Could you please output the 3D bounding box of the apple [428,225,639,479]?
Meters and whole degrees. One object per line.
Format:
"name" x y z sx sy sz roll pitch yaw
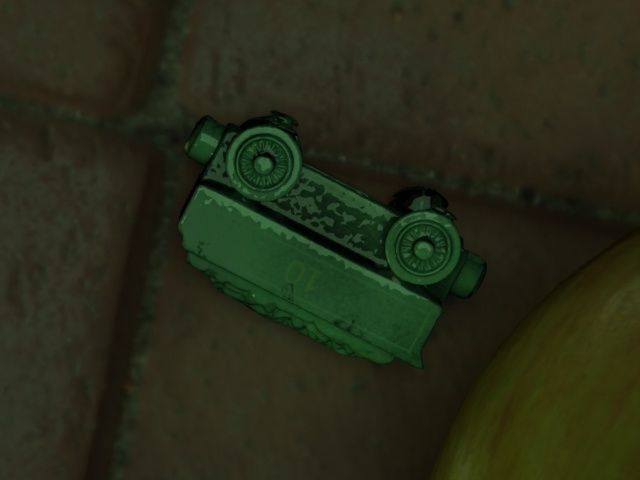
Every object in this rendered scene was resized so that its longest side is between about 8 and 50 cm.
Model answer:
"apple" 0.233 0.167 0.836 0.346 0.391 0.391 -33 94 -24

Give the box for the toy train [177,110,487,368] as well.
"toy train" 0.000 0.000 0.957 0.172 0.070 0.099 27 97 -5
